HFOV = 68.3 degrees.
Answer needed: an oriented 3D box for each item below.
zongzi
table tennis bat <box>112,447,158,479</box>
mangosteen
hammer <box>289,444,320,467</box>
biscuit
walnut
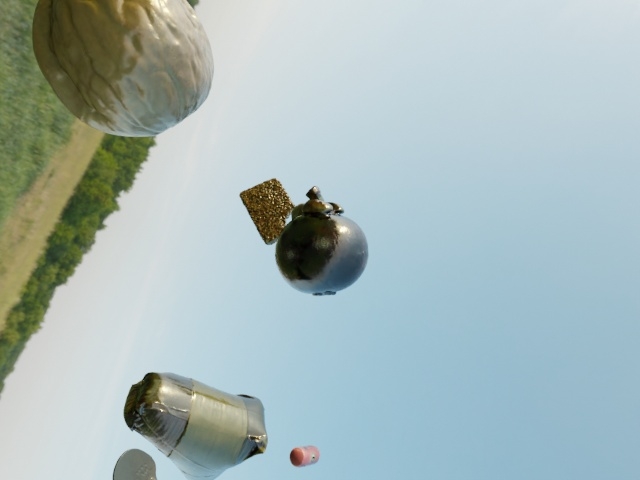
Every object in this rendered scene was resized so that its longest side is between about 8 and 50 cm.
[{"bbox_3d":[-0.304,0.421,0.984,0.317,0.289,0.154,-49,-154,22],"label":"zongzi"},{"bbox_3d":[-0.537,0.728,1.441,0.022,0.234,0.131,-17,-142,28],"label":"table tennis bat"},{"bbox_3d":[0.000,0.000,1.129,0.228,0.228,0.265,-8,-94,60],"label":"mangosteen"},{"bbox_3d":[-0.031,0.440,0.962,0.043,0.083,0.043,-9,-113,23],"label":"hammer"},{"bbox_3d":[-0.141,-0.091,1.352,0.131,0.026,0.237,-26,-131,-8],"label":"biscuit"},{"bbox_3d":[-0.255,-0.252,0.630,0.228,0.228,0.228,-43,-148,37],"label":"walnut"}]
